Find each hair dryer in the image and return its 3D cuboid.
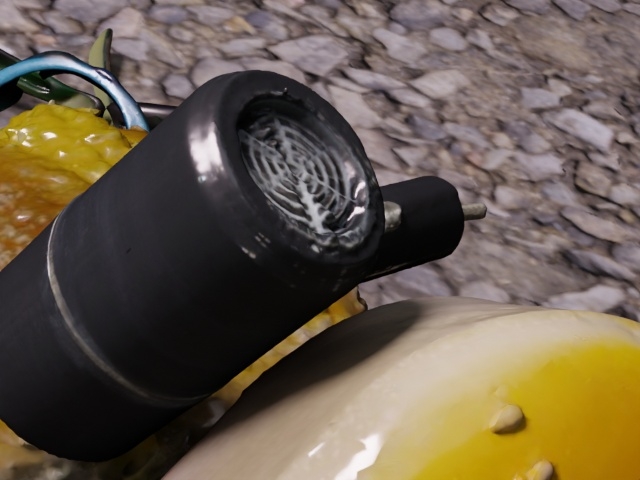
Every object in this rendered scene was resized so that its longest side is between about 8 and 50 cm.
[{"bbox_3d":[0.000,0.000,0.553,0.219,0.124,0.071,-12,70,-54],"label":"hair dryer"}]

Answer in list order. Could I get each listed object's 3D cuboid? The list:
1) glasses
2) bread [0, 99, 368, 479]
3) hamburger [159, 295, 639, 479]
[{"bbox_3d":[-0.142,-0.092,0.888,0.239,0.102,0.207,34,38,21],"label":"glasses"},{"bbox_3d":[-0.071,0.062,0.648,0.196,0.176,0.246,2,39,-16],"label":"bread"},{"bbox_3d":[0.024,0.151,0.497,0.295,0.227,0.151,-45,39,-10],"label":"hamburger"}]
